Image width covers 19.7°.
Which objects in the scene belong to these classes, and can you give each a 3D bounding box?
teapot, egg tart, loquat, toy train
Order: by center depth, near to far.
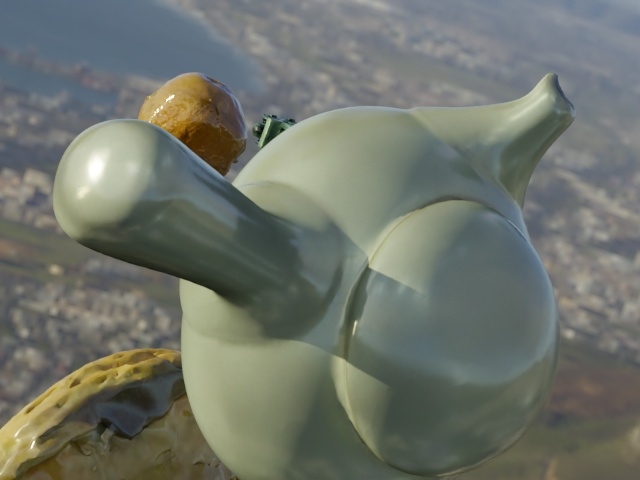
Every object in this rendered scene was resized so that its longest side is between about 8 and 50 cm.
[{"bbox_3d":[-0.004,0.038,0.877,0.318,0.220,0.149,-10,13,-42],"label":"teapot"},{"bbox_3d":[-0.022,-0.091,1.680,0.083,0.033,0.053,11,13,-42],"label":"toy train"},{"bbox_3d":[-0.195,0.307,1.756,0.178,0.443,0.443,43,24,31],"label":"egg tart"},{"bbox_3d":[-0.152,-0.135,2.237,0.137,0.137,0.113,17,13,-6],"label":"loquat"}]
